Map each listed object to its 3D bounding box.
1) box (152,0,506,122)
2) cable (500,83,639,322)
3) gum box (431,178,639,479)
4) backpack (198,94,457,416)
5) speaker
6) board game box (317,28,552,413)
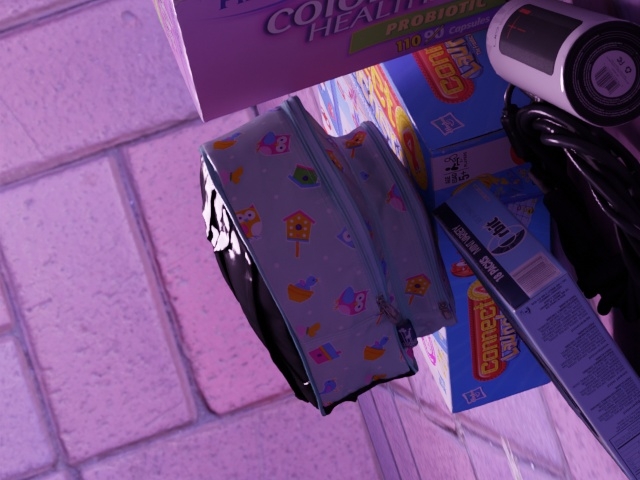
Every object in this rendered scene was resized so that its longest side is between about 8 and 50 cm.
[{"bbox_3d":[-0.021,-0.229,1.093,0.117,0.213,0.243,80,169,-53],"label":"box"},{"bbox_3d":[0.154,-0.019,0.972,0.184,0.047,0.150,-125,17,-66],"label":"cable"},{"bbox_3d":[0.152,0.065,1.017,0.184,0.041,0.157,54,-179,-26],"label":"gum box"},{"bbox_3d":[0.000,0.000,1.089,0.188,0.144,0.166,57,-174,-49],"label":"backpack"},{"bbox_3d":[0.133,-0.098,0.886,0.136,0.055,0.055,-127,19,-72],"label":"speaker"},{"bbox_3d":[0.077,-0.080,1.254,0.302,0.086,0.308,80,169,-49],"label":"board game box"}]
